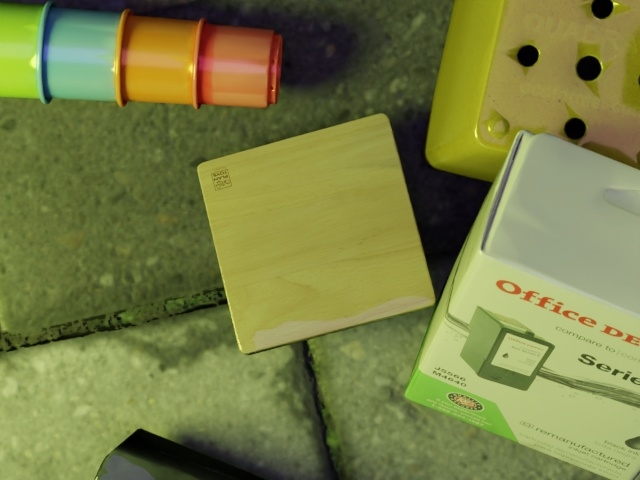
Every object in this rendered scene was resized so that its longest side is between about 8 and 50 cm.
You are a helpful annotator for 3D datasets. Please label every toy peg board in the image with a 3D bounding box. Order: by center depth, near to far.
[{"bbox_3d":[0.000,0.000,1.507,0.161,0.079,0.160,-15,79,5],"label":"toy peg board"}]

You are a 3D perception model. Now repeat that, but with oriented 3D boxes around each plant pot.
[{"bbox_3d":[0.198,-0.131,1.414,0.212,0.187,0.212,12,97,3],"label":"plant pot"}]

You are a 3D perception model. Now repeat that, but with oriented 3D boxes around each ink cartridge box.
[{"bbox_3d":[0.193,0.058,1.385,0.198,0.273,0.114,22,62,2],"label":"ink cartridge box"}]

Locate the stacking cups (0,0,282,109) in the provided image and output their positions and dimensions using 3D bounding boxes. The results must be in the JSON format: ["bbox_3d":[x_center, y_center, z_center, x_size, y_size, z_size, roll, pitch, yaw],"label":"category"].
[{"bbox_3d":[-0.190,-0.152,1.485,0.316,0.096,0.096,3,96,4],"label":"stacking cups"}]

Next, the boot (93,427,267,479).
[{"bbox_3d":[-0.025,0.397,1.492,0.445,0.146,0.367,22,82,-3],"label":"boot"}]
